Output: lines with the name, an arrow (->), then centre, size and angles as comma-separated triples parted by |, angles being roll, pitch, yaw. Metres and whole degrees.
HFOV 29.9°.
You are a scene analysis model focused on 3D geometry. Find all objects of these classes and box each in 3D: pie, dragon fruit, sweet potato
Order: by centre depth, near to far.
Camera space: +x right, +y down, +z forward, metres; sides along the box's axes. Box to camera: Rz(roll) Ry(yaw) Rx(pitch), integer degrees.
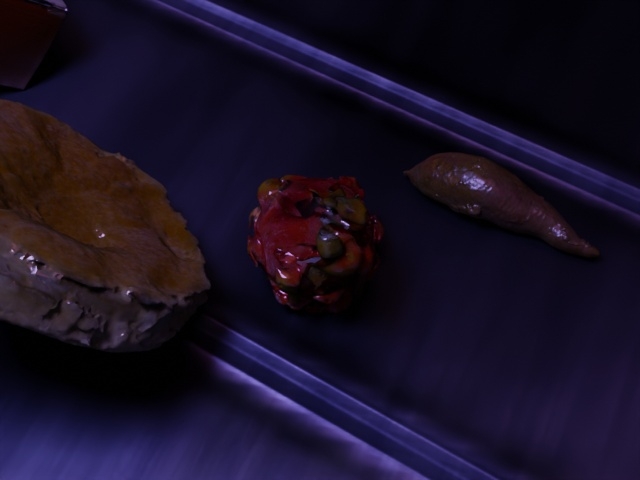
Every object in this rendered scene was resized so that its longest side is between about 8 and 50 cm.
pie -> -0.248, -0.020, 1.094 | 0.340, 0.083, 0.339 | 27, 22, -12
dragon fruit -> 0.000, 0.000, 1.141 | 0.133, 0.208, 0.150 | -29, 97, -5
sweet potato -> 0.183, -0.044, 1.216 | 0.226, 0.068, 0.068 | 25, 55, 20

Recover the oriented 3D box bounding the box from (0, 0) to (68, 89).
box -> -0.518, -0.357, 1.345 | 0.345, 0.122, 0.385 | 9, 35, -45
